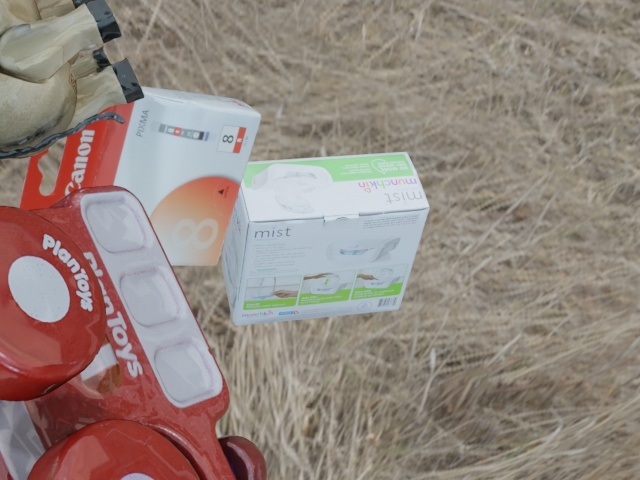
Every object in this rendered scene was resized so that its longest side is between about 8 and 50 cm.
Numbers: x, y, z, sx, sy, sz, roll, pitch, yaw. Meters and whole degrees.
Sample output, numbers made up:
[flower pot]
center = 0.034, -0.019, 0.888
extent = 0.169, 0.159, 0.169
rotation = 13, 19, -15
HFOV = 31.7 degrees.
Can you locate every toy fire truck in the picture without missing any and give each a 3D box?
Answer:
[toy fire truck]
center = -0.134, 0.110, 0.665
extent = 0.169, 0.254, 0.302
rotation = -34, 79, 31

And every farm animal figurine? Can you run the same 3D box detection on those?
[farm animal figurine]
center = -0.261, -0.161, 0.866
extent = 0.172, 0.330, 0.326
rotation = -28, 43, -10

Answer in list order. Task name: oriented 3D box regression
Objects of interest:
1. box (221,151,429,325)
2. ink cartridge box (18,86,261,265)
[box]
center = 0.000, 0.000, 1.640
extent = 0.262, 0.231, 0.126
rotation = -5, 48, -14
[ink cartridge box]
center = -0.145, -0.052, 0.913
extent = 0.179, 0.145, 0.045
rotation = 0, 26, -42
